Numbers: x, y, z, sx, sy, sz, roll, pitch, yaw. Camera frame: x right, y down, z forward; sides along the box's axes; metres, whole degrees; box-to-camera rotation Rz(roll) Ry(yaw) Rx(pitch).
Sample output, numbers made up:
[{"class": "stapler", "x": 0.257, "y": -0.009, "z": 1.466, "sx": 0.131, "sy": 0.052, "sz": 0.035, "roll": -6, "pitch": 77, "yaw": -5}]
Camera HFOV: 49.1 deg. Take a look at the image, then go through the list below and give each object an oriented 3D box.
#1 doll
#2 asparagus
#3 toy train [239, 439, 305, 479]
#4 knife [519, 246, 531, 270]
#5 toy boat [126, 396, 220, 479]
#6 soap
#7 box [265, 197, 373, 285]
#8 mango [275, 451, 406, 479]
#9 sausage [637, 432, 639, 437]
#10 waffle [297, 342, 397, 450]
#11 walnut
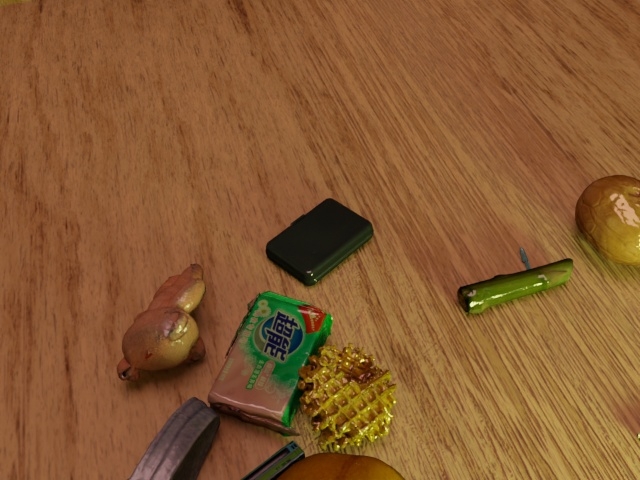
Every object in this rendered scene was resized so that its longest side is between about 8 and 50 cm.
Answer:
[{"class": "doll", "x": -0.298, "y": 0.170, "z": 1.473, "sx": 0.201, "sy": 0.156, "sz": 0.303, "roll": -36, "pitch": 17, "yaw": 24}, {"class": "asparagus", "x": 0.432, "y": 0.098, "z": 1.533, "sx": 0.278, "sy": 0.060, "sz": 0.067, "roll": -13, "pitch": 27, "yaw": -9}, {"class": "toy train", "x": -0.121, "y": 0.435, "z": 1.244, "sx": 0.209, "sy": 0.044, "sz": 0.042, "roll": -31, "pitch": 52, "yaw": -25}, {"class": "knife", "x": 0.473, "y": 0.047, "z": 1.614, "sx": 0.014, "sy": 0.005, "sz": 0.091, "roll": -2, "pitch": 45, "yaw": -1}, {"class": "toy boat", "x": -0.267, "y": 0.398, "z": 1.230, "sx": 0.078, "sy": 0.127, "sz": 0.283, "roll": 16, "pitch": 46, "yaw": 17}, {"class": "soap", "x": -0.093, "y": 0.244, "z": 1.393, "sx": 0.218, "sy": 0.098, "sz": 0.273, "roll": 17, "pitch": 51, "yaw": 11}, {"class": "box", "x": 0.000, "y": 0.000, "z": 1.656, "sx": 0.160, "sy": 0.050, "sz": 0.230, "roll": 34, "pitch": 57, "yaw": 30}, {"class": "mango", "x": -0.003, "y": 0.495, "z": 1.063, "sx": 0.264, "sy": 0.221, "sz": 0.378, "roll": 25, "pitch": 60, "yaw": 21}, {"class": "sausage", "x": 0.715, "y": 0.349, "z": 1.287, "sx": 0.269, "sy": 0.032, "sz": 0.032, "roll": -5, "pitch": 46, "yaw": -1}, {"class": "waffle", "x": 0.051, "y": 0.284, "z": 1.312, "sx": 0.193, "sy": 0.070, "sz": 0.197, "roll": 0, "pitch": 62, "yaw": -27}, {"class": "walnut", "x": 0.682, "y": -0.045, "z": 1.573, "sx": 0.193, "sy": 0.193, "sz": 0.225, "roll": -14, "pitch": 46, "yaw": -10}]
